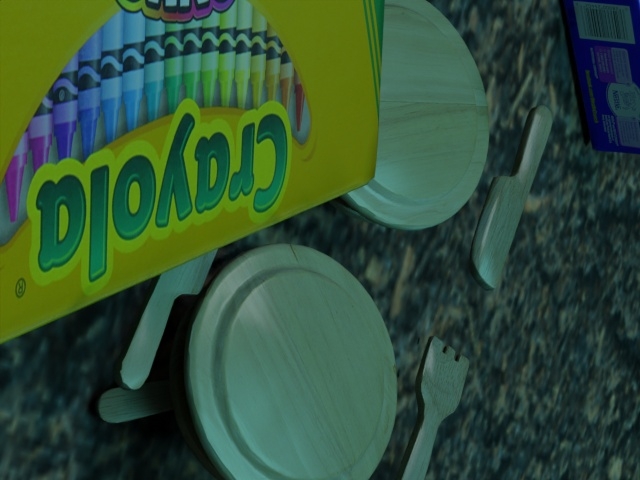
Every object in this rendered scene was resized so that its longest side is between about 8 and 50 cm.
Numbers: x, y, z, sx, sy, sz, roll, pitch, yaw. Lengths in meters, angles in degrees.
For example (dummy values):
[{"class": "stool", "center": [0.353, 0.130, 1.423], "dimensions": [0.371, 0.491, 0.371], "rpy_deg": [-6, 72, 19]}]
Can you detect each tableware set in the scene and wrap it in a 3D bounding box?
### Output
[{"class": "tableware set", "center": [0.000, 0.000, 0.595], "dimensions": [0.128, 0.039, 0.194], "rpy_deg": [38, 59, -29]}]

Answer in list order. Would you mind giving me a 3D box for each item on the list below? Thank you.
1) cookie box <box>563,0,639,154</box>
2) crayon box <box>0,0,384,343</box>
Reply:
[{"class": "cookie box", "center": [0.158, -0.107, 0.824], "dimensions": [0.107, 0.040, 0.092], "rpy_deg": [-53, 140, -36]}, {"class": "crayon box", "center": [-0.066, -0.076, 0.383], "dimensions": [0.278, 0.081, 0.165], "rpy_deg": [-27, 121, -66]}]
